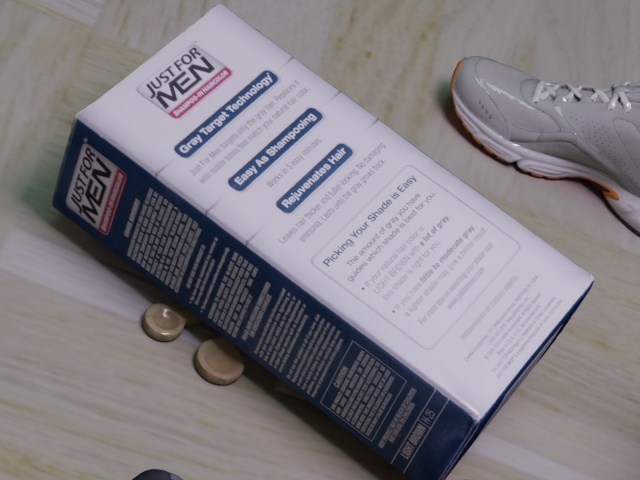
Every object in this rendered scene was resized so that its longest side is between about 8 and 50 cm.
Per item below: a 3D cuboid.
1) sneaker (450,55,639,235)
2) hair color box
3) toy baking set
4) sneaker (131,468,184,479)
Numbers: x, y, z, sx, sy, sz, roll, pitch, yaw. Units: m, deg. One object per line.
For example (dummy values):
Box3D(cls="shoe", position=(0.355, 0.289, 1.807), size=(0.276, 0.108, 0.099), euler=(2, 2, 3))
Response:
Box3D(cls="sneaker", position=(0.242, -0.105, 1.577), size=(0.262, 0.121, 0.099), euler=(27, 41, -1))
Box3D(cls="hair color box", position=(0.000, 0.000, 1.310), size=(0.347, 0.105, 0.174), euler=(37, 49, 10))
Box3D(cls="toy baking set", position=(-0.044, 0.016, 1.368), size=(0.196, 0.030, 0.256), euler=(6, 46, -23))
Box3D(cls="sneaker", position=(-0.029, 0.220, 1.148), size=(0.224, 0.083, 0.098), euler=(46, 34, 4))
